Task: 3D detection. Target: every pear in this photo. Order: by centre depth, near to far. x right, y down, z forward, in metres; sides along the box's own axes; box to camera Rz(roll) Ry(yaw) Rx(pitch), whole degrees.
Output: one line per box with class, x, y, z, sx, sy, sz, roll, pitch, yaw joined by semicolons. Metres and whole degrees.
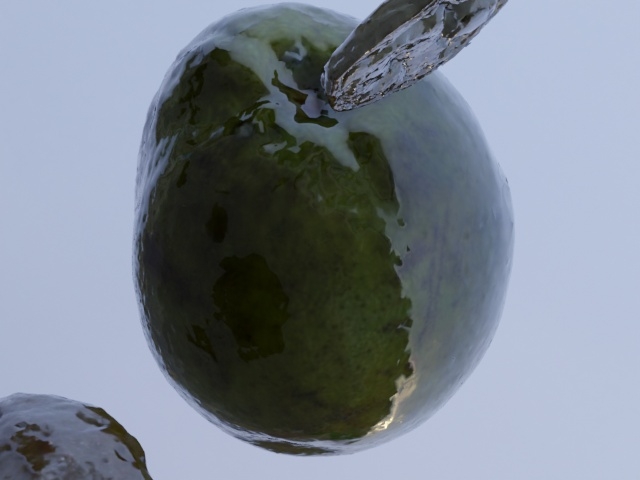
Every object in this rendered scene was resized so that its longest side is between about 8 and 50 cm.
pear;0.000;0.000;1.198;0.352;0.352;0.413;26;-30;22

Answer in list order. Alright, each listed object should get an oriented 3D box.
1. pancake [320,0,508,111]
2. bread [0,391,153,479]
pancake;0.063;-0.121;0.726;0.028;0.158;0.158;50;-32;8
bread;-0.180;0.204;0.879;0.230;0.123;0.230;-5;-96;57
